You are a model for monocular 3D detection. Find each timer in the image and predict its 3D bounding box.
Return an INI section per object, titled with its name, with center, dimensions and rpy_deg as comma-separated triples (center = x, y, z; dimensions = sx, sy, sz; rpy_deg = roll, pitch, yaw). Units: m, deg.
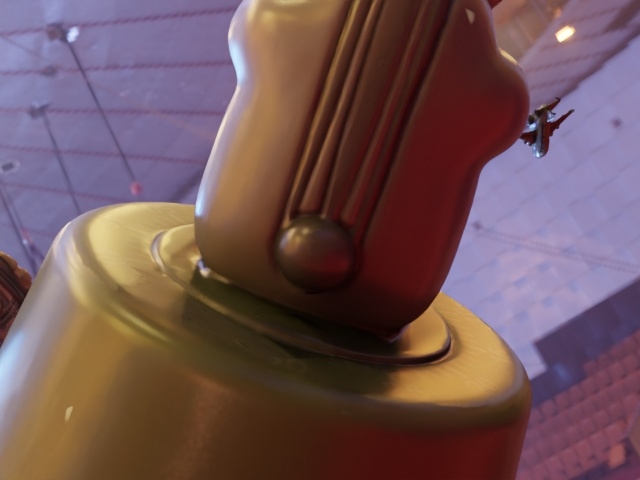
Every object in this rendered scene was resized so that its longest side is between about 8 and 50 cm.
[timer]
center = 0.000, 0.000, 0.536
dimensions = 0.291, 0.291, 0.315
rpy_deg = -1, -66, -55

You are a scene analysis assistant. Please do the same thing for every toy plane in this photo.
[toy plane]
center = 0.251, -0.127, 1.194
dimensions = 0.080, 0.033, 0.083
rpy_deg = -26, -36, -21

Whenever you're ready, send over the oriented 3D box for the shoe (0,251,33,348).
[shoe]
center = -0.259, 0.044, 0.708
dimensions = 0.089, 0.092, 0.180
rpy_deg = -24, -59, 15
